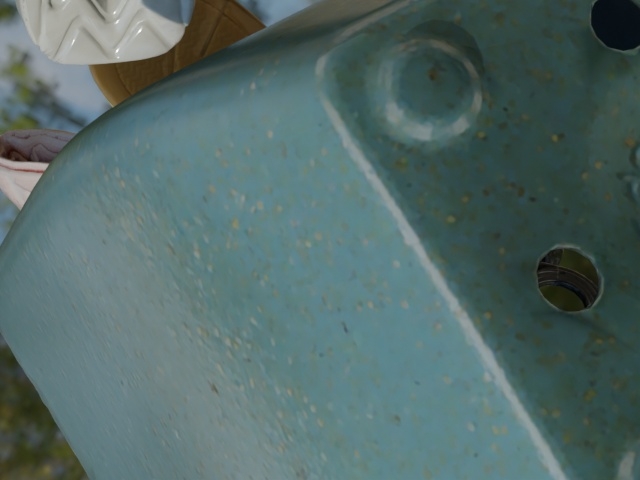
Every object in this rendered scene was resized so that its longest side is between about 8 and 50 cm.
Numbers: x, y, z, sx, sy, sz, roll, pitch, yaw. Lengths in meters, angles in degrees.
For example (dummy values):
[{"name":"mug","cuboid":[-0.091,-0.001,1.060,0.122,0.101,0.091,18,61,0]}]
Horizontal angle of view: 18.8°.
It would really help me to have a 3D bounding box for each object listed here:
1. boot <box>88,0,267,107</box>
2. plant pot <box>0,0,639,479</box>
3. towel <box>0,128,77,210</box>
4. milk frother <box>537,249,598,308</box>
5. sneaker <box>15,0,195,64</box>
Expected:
[{"name":"boot","cuboid":[0.000,0.000,0.918,0.262,0.095,0.203,44,173,7]},{"name":"plant pot","cuboid":[0.068,0.022,0.546,0.248,0.247,0.252,58,163,9]},{"name":"towel","cuboid":[-0.053,0.070,1.294,0.317,0.053,0.332,13,143,51]},{"name":"milk frother","cuboid":[0.115,0.050,1.259,0.135,0.129,0.143,66,-176,-60]},{"name":"sneaker","cuboid":[-0.085,-0.201,0.739,0.094,0.235,0.153,-8,-137,-11]}]
